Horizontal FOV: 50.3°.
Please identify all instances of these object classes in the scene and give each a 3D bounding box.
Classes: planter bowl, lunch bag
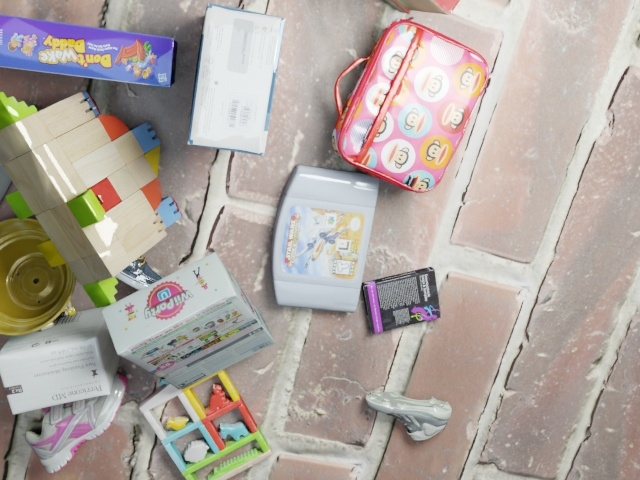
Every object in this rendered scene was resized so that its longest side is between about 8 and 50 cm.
[{"bbox_3d":[-0.551,0.071,1.282,0.217,0.090,0.217,0,80,1],"label":"planter bowl"},{"bbox_3d":[0.152,-0.261,1.298,0.258,0.120,0.293,23,99,-11],"label":"lunch bag"}]

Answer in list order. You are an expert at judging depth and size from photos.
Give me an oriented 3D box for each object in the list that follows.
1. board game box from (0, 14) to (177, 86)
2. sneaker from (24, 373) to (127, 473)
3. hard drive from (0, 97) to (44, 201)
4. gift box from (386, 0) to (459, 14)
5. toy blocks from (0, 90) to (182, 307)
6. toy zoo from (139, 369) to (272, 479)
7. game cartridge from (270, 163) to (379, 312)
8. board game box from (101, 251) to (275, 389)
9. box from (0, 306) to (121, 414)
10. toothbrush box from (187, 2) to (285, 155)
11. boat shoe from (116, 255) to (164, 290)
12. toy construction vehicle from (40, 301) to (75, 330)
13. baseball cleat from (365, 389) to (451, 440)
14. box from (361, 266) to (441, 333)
[{"bbox_3d":[-0.420,-0.320,1.143,0.347,0.233,0.078,5,104,-11],"label":"board game box"},{"bbox_3d":[-0.498,0.353,1.376,0.252,0.103,0.111,-43,109,2],"label":"sneaker"},{"bbox_3d":[-0.605,-0.106,1.184,0.040,0.203,0.307,32,98,2],"label":"hard drive"},{"bbox_3d":[0.143,-0.565,1.164,0.276,0.258,0.255,35,97,-24],"label":"gift box"},{"bbox_3d":[-0.382,-0.115,1.207,0.190,0.261,0.381,-14,112,37],"label":"toy blocks"},{"bbox_3d":[-0.253,0.388,1.466,0.192,0.030,0.293,-27,107,-2],"label":"toy zoo"},{"bbox_3d":[0.000,0.000,1.399,0.198,0.062,0.297,5,104,-16],"label":"game cartridge"},{"bbox_3d":[-0.233,0.164,1.280,0.224,0.303,0.097,-27,65,-3],"label":"board game box"},{"bbox_3d":[-0.490,0.222,1.301,0.181,0.182,0.119,-11,106,-7],"label":"box"},{"bbox_3d":[-0.153,-0.276,1.171,0.126,0.295,0.216,7,102,-13],"label":"toothbrush box"},{"bbox_3d":[-0.366,0.037,1.335,0.183,0.065,0.083,28,100,-15],"label":"boat shoe"},{"bbox_3d":[-0.525,0.139,1.323,0.086,0.098,0.035,-17,108,-28],"label":"toy construction vehicle"},{"bbox_3d":[0.192,0.397,1.528,0.205,0.072,0.109,10,109,-9],"label":"baseball cleat"},{"bbox_3d":[0.176,0.129,1.476,0.162,0.029,0.116,-12,107,-6],"label":"box"}]
